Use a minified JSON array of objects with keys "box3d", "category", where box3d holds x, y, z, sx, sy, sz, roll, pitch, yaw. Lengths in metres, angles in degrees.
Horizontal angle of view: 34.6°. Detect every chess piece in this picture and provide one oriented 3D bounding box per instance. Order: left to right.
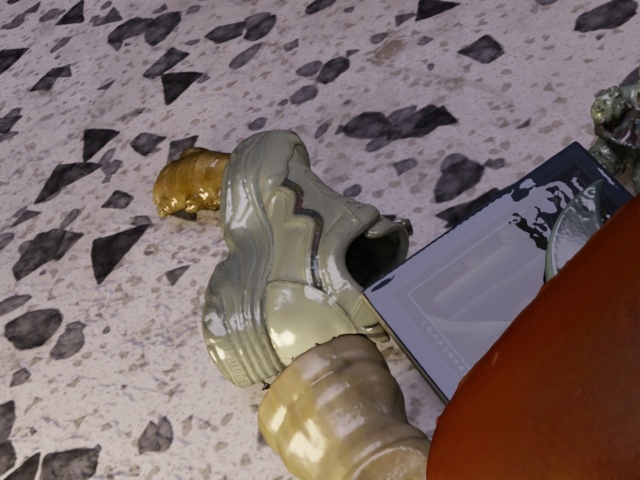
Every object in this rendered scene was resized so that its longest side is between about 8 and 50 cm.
[{"box3d":[0.067,0.223,0.853,0.137,0.137,0.301,-33,50,-7],"category":"chess piece"}]

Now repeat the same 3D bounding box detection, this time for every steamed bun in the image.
[{"box3d":[0.270,0.114,0.682,0.379,0.235,0.248,-46,29,7],"category":"steamed bun"}]

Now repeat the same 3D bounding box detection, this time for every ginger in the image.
[{"box3d":[-0.150,-0.075,1.325,0.115,0.081,0.205,-14,18,-36],"category":"ginger"}]

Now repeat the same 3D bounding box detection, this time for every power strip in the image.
[{"box3d":[0.289,0.048,0.912,0.137,0.044,0.216,-43,65,-12],"category":"power strip"}]

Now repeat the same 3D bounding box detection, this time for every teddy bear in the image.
[{"box3d":[0.351,-0.132,1.065,0.133,0.111,0.213,24,92,10],"category":"teddy bear"}]

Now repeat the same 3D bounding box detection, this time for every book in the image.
[{"box3d":[0.199,0.045,0.968,0.269,0.025,0.191,-34,65,-8],"category":"book"}]

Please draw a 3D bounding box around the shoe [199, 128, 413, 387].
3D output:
[{"box3d":[0.000,0.000,1.123,0.210,0.132,0.342,-10,45,15],"category":"shoe"}]
